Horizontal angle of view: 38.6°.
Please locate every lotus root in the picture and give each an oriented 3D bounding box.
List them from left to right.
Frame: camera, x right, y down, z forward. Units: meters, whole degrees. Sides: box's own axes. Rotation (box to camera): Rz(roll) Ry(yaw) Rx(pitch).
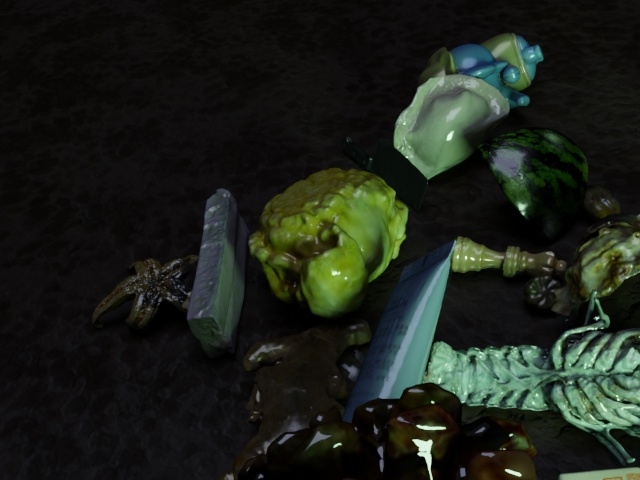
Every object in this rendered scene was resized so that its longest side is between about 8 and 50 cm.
[{"bbox_3d":[0.447,-0.063,1.482,0.054,0.049,0.099,-18,35,-9],"label":"lotus root"}]

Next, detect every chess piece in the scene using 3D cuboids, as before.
[{"bbox_3d":[0.287,0.033,1.392,0.172,0.060,0.060,9,43,14],"label":"chess piece"}]

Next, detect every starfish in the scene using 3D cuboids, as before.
[{"bbox_3d":[-0.269,0.079,1.429,0.189,0.074,0.146,-15,46,-5],"label":"starfish"}]

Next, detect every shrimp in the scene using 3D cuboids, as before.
[{"bbox_3d":[0.331,0.170,1.157,0.410,0.166,0.222,-4,73,27],"label":"shrimp"}]

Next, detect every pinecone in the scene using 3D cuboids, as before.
[{"bbox_3d":[0.066,0.323,0.856,0.397,0.398,0.398,-5,40,4],"label":"pinecone"}]

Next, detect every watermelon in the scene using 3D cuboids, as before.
[{"bbox_3d":[0.361,-0.109,1.473,0.145,0.193,0.137,-35,-3,11],"label":"watermelon"}]

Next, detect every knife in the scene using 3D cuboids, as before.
[{"bbox_3d":[0.112,-0.139,1.620,0.019,0.072,0.245,-3,32,-36],"label":"knife"}]

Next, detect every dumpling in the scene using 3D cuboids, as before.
[{"bbox_3d":[0.214,-0.207,1.611,0.229,0.124,0.151,-41,85,-5],"label":"dumpling"}]

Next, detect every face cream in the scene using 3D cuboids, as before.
[{"bbox_3d":[0.087,0.179,1.155,0.086,0.135,0.385,28,62,-15],"label":"face cream"}]

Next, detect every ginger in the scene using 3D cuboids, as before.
[{"bbox_3d":[-0.036,0.210,1.221,0.166,0.080,0.333,13,46,5],"label":"ginger"}]

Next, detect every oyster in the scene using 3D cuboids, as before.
[{"bbox_3d":[0.472,0.017,1.308,0.337,0.133,0.197,-16,4,-39],"label":"oyster"}]

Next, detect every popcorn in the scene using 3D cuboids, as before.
[{"bbox_3d":[0.000,0.000,1.393,0.225,0.174,0.286,-2,32,30],"label":"popcorn"}]

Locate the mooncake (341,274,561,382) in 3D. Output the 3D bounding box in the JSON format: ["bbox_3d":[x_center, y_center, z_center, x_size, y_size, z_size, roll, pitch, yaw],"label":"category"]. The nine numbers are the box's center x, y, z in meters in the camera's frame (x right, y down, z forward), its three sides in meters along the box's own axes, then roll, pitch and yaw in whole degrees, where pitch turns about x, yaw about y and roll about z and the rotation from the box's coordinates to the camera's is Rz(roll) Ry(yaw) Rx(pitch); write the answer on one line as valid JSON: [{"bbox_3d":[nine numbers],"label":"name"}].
[{"bbox_3d":[0.191,0.128,1.293,0.346,0.057,0.150,-39,79,-23],"label":"mooncake"}]

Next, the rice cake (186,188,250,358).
[{"bbox_3d":[-0.154,0.049,1.414,0.050,0.106,0.298,-12,39,11],"label":"rice cake"}]

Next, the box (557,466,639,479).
[{"bbox_3d":[0.465,0.335,1.005,0.365,0.051,0.205,-6,40,3],"label":"box"}]

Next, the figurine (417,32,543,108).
[{"bbox_3d":[0.310,-0.313,1.725,0.262,0.154,0.180,-19,33,-2],"label":"figurine"}]
